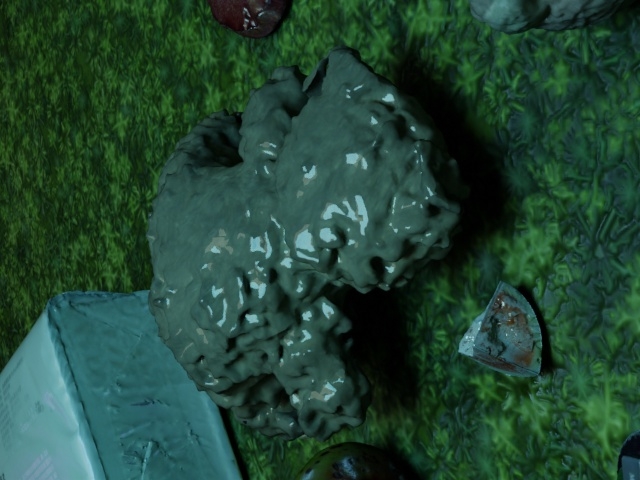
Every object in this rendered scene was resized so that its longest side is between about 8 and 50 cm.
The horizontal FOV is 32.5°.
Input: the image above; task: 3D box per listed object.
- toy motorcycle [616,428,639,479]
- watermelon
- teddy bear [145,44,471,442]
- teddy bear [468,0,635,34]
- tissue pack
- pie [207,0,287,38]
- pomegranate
[{"bbox_3d":[0.260,0.253,0.715,0.187,0.124,0.275,-2,94,63],"label":"toy motorcycle"},{"bbox_3d":[0.138,0.083,0.902,0.085,0.061,0.085,2,93,45],"label":"watermelon"},{"bbox_3d":[0.000,0.000,1.006,0.367,0.224,0.358,-20,77,38],"label":"teddy bear"},{"bbox_3d":[0.147,-0.279,0.765,0.236,0.151,0.267,-45,64,55],"label":"teddy bear"},{"bbox_3d":[-0.286,0.294,1.396,0.405,0.205,0.332,-45,59,48],"label":"tissue pack"},{"bbox_3d":[-0.079,-0.288,1.169,0.154,0.036,0.155,11,104,53],"label":"pie"},{"bbox_3d":[0.027,0.270,1.032,0.129,0.129,0.159,40,133,44],"label":"pomegranate"}]
